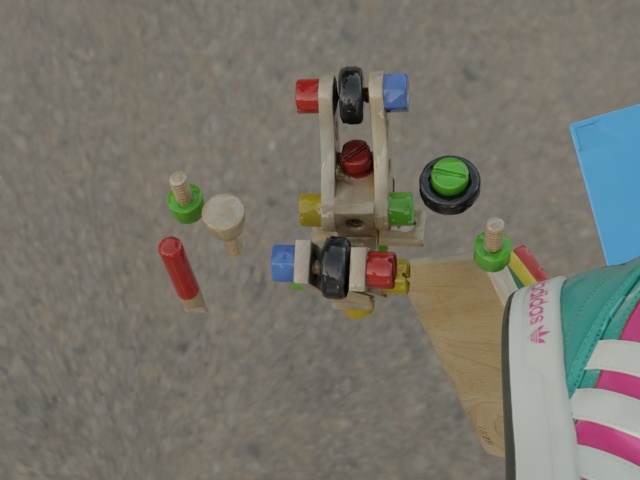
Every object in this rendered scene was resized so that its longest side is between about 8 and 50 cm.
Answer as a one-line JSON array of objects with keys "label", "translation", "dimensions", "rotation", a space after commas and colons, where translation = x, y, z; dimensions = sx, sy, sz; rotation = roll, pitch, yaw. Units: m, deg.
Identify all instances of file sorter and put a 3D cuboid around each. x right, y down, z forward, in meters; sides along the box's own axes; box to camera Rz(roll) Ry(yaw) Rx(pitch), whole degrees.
[{"label": "file sorter", "translation": [0.322, -0.040, 1.275], "dimensions": [0.118, 0.104, 0.170], "rotation": [-16, 83, 14]}]

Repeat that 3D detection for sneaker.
[{"label": "sneaker", "translation": [0.165, 0.089, 0.452], "dimensions": [0.178, 0.296, 0.124], "rotation": [-22, 120, 18]}]

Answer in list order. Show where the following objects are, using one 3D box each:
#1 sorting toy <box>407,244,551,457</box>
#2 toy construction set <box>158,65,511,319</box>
[{"label": "sorting toy", "translation": [0.219, 0.119, 1.498], "dimensions": [0.089, 0.257, 0.256], "rotation": [-28, 95, -16]}, {"label": "toy construction set", "translation": [0.000, 0.000, 1.338], "dimensions": [0.308, 0.237, 0.257], "rotation": [-19, 61, -6]}]
